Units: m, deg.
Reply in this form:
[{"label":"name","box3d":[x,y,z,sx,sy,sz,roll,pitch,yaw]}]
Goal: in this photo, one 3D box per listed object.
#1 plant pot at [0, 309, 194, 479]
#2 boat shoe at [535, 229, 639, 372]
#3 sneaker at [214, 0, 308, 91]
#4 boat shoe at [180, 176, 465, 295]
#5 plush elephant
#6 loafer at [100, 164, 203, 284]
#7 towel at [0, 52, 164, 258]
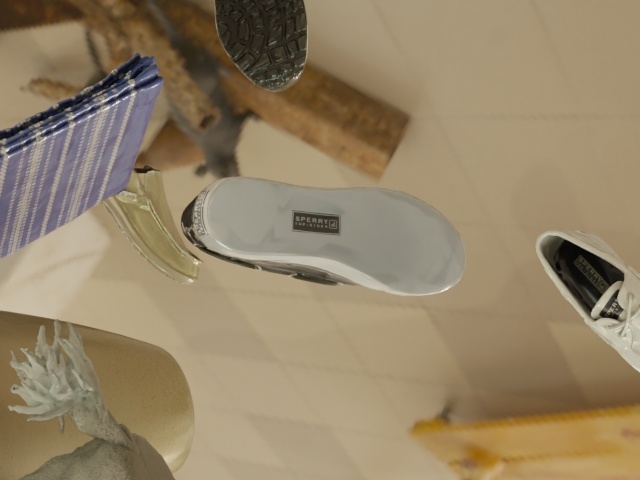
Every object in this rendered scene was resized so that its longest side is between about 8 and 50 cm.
[{"label":"plant pot","box3d":[-0.260,0.173,1.247,0.274,0.256,0.256,-3,174,-40]},{"label":"boat shoe","box3d":[0.328,0.078,1.509,0.084,0.095,0.258,14,-158,-48]},{"label":"sneaker","box3d":[-0.085,-0.309,1.640,0.124,0.107,0.283,1,-115,-82]},{"label":"boat shoe","box3d":[0.000,0.000,1.058,0.228,0.080,0.076,6,171,-27]},{"label":"plush elephant","box3d":[-0.216,0.256,0.973,0.330,0.255,0.272,62,-174,-3]},{"label":"loafer","box3d":[-0.241,-0.054,1.859,0.268,0.092,0.102,50,179,-14]},{"label":"towel","box3d":[-0.308,-0.047,1.357,0.040,0.336,0.243,51,149,13]}]
